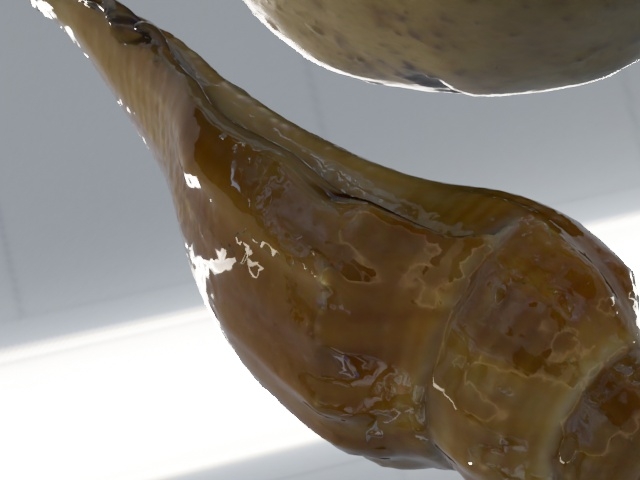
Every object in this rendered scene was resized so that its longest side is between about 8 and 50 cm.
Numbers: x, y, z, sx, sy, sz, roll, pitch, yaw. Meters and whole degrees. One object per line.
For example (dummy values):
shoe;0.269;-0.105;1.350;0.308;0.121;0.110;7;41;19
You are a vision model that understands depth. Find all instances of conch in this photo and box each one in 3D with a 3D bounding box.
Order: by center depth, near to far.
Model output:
conch;-0.001;0.005;0.603;0.109;0.330;0.093;-9;-58;-47

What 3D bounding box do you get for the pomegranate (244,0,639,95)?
pomegranate;0.064;-0.193;0.748;0.281;0.281;0.281;2;-98;-14
